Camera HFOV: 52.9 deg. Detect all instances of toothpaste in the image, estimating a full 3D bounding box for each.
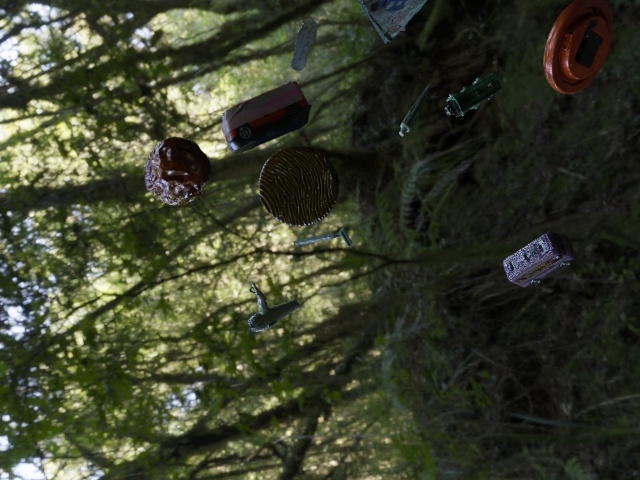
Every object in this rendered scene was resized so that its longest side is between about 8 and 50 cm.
[{"bbox_3d":[0.278,-0.380,1.876,0.204,0.031,0.049,-58,-10,-26],"label":"toothpaste"}]

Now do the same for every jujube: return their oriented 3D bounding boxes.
[{"bbox_3d":[-0.391,-0.184,1.753,0.174,0.250,0.174,8,-110,-24],"label":"jujube"}]

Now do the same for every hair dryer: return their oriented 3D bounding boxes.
[{"bbox_3d":[-0.141,0.180,1.949,0.067,0.167,0.199,46,143,44],"label":"hair dryer"}]

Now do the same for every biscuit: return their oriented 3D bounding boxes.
[{"bbox_3d":[-0.083,-0.210,2.490,0.040,0.318,0.317,-179,70,-83],"label":"biscuit"}]

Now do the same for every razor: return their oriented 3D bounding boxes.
[{"bbox_3d":[0.001,-0.006,2.251,0.084,0.211,0.036,59,-144,-43],"label":"razor"}]

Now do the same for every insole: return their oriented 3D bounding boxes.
[{"bbox_3d":[-0.058,-0.665,2.197,0.065,0.193,0.006,8,-136,-15],"label":"insole"}]

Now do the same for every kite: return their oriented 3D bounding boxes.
[{"bbox_3d":[0.221,-0.520,1.339,0.368,0.406,0.014,-21,-99,-32],"label":"kite"}]

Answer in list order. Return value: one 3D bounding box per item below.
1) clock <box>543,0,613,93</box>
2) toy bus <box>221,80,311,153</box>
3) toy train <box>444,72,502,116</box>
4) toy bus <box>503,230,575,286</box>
[{"bbox_3d":[0.562,-0.419,1.392,0.051,0.205,0.205,37,175,46],"label":"clock"},{"bbox_3d":[-0.183,-0.405,2.133,0.127,0.303,0.147,105,141,-81],"label":"toy bus"},{"bbox_3d":[0.421,-0.398,1.758,0.071,0.170,0.111,58,174,-5],"label":"toy train"},{"bbox_3d":[0.595,0.051,1.760,0.098,0.178,0.086,17,-132,-34],"label":"toy bus"}]
